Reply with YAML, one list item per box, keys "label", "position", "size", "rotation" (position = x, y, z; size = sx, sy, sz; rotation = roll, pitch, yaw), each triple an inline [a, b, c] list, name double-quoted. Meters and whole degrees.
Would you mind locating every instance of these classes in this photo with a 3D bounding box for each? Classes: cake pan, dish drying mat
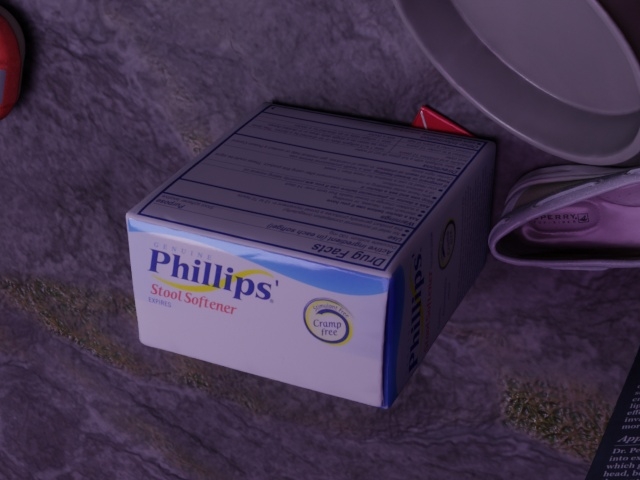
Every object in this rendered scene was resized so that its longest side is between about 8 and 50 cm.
- label: "cake pan"
  position: [0.179, -0.188, 1.108]
  size: [0.293, 0.054, 0.293]
  rotation: [40, 165, 13]
- label: "dish drying mat"
  position: [0.133, -0.105, 1.297]
  size: [0.083, 0.008, 0.032]
  rotation: [33, 126, 6]

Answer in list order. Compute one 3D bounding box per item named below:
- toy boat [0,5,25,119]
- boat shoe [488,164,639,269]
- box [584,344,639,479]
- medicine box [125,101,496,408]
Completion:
- label: "toy boat"
  position: [-0.460, -0.210, 1.441]
  size: [0.231, 0.151, 0.151]
  rotation: [24, 125, 12]
- label: "boat shoe"
  position: [0.318, -0.022, 1.193]
  size: [0.321, 0.103, 0.118]
  rotation: [-2, 116, 27]
- label: "box"
  position: [0.388, 0.289, 1.154]
  size: [0.212, 0.395, 0.293]
  rotation: [-7, 113, 31]
- label: "medicine box"
  position: [0.000, 0.000, 1.241]
  size: [0.264, 0.289, 0.149]
  rotation: [13, 123, 22]
